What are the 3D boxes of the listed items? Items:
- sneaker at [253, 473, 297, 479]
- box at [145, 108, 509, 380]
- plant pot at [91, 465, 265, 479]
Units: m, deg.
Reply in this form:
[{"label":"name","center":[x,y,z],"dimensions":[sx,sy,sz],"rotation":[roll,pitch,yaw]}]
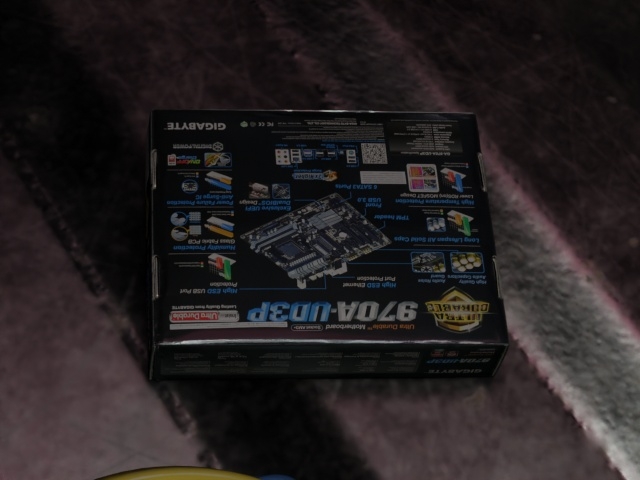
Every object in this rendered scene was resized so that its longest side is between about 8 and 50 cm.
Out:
[{"label":"sneaker","center":[-0.109,0.162,0.788],"dimensions":[0.209,0.069,0.082],"rotation":[-22,60,-19]},{"label":"box","center":[0.000,0.000,0.910],"dimensions":[0.220,0.051,0.175],"rotation":[0,59,-8]},{"label":"plant pot","center":[-0.053,0.221,0.618],"dimensions":[0.254,0.239,0.254],"rotation":[2,78,-12]}]
